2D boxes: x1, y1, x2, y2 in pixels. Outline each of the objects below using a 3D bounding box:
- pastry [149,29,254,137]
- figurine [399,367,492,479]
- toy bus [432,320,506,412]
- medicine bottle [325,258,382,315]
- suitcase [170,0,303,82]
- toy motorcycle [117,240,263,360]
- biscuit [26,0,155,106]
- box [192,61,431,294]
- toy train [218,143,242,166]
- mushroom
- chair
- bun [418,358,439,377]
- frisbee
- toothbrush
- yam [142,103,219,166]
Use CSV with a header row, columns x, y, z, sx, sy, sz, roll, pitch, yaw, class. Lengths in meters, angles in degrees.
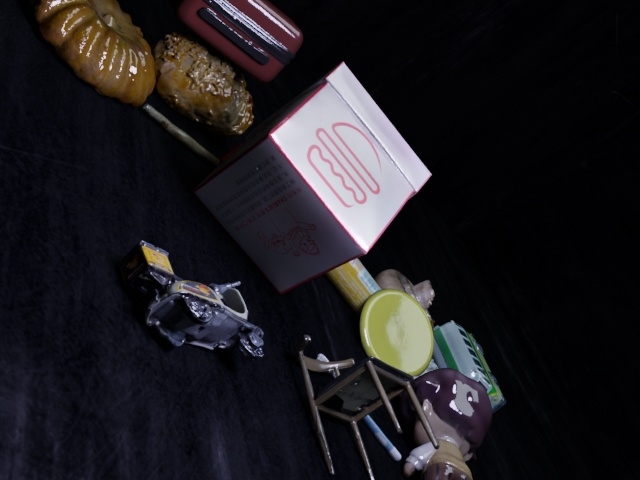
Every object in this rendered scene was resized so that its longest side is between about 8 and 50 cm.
x,y,z,sx,sy,sz,roll,pitch,yaw,class
-0.275,-0.383,1.954,0.255,0.162,0.311,59,15,26,pastry
0.264,0.452,1.773,0.218,0.206,0.365,29,46,-7,figurine
0.411,0.375,2.351,0.164,0.133,0.276,43,18,-36,toy bus
0.000,0.000,2.035,0.426,0.108,0.108,53,15,-7,medicine bottle
-0.200,-0.524,1.906,0.297,0.161,0.236,35,13,-28,suitcase
-0.187,0.107,1.281,0.263,0.091,0.157,31,23,-49,toy motorcycle
-0.451,-0.421,1.645,0.326,0.107,0.326,51,13,-17,biscuit
-0.019,-0.121,1.681,0.312,0.314,0.300,51,48,-11,box
-0.150,-0.114,1.877,0.204,0.082,0.131,59,17,13,toy train
0.230,0.176,2.172,0.226,0.178,0.226,51,21,-28,mushroom
0.074,0.287,1.500,0.188,0.166,0.272,34,25,-51,chair
0.268,0.345,2.093,0.141,0.083,0.141,50,17,-22,bun
0.194,0.231,2.006,0.235,0.017,0.236,14,64,-30,frisbee
0.078,0.345,1.660,0.276,0.019,0.025,53,21,-2,toothbrush
-0.305,-0.232,1.776,0.027,0.029,0.234,9,-23,43,yam
